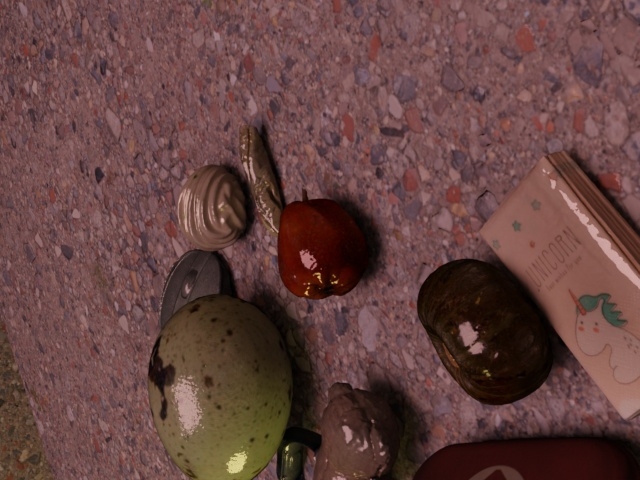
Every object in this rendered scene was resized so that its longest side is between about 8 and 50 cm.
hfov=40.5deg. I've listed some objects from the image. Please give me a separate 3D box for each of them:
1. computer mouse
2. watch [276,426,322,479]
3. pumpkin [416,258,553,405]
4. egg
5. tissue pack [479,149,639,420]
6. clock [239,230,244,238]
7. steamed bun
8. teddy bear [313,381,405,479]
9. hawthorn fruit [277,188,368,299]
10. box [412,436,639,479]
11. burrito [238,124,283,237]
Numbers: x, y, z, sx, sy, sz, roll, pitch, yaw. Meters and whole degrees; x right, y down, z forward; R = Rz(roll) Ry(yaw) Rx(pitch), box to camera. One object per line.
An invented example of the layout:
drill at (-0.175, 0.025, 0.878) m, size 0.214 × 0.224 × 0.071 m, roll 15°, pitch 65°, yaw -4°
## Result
computer mouse at (-0.280, 0.202, 1.940) m, size 0.203 × 0.114 × 0.374 m, roll 23°, pitch 118°, yaw 47°
watch at (-0.010, 0.476, 1.740) m, size 0.193 × 0.068 × 0.206 m, roll 34°, pitch 130°, yaw 36°
pumpkin at (0.243, 0.126, 1.223) m, size 0.219 × 0.162 × 0.219 m, roll 56°, pitch 169°, yaw 17°
egg at (-0.195, 0.296, 1.717) m, size 0.287 × 0.287 × 0.380 m, roll -12°, pitch 87°, yaw 52°
tissue pack at (0.358, 0.057, 1.127) m, size 0.325 × 0.071 × 0.170 m, roll 56°, pitch 142°, yaw 24°
clock at (-0.178, -0.040, 1.812) m, size 0.074 × 0.010 × 0.083 m, roll 51°, pitch 136°, yaw 29°
steamed bun at (-0.230, -0.064, 1.779) m, size 0.182 × 0.106 × 0.183 m, roll 16°, pitch 109°, yaw 55°
teddy bear at (0.064, 0.380, 1.540) m, size 0.236 × 0.151 × 0.267 m, roll 43°, pitch 130°, yaw 45°
hawthorn fruit at (0.002, 0.014, 1.502) m, size 0.179 × 0.173 × 0.174 m, roll -111°, pitch 29°, yaw -53°
box at (0.269, 0.399, 1.219) m, size 0.108 × 0.263 × 0.403 m, roll 42°, pitch 144°, yaw -25°
burrito at (-0.110, -0.111, 1.672) m, size 0.058 × 0.063 × 0.230 m, roll -20°, pitch 95°, yaw 13°
